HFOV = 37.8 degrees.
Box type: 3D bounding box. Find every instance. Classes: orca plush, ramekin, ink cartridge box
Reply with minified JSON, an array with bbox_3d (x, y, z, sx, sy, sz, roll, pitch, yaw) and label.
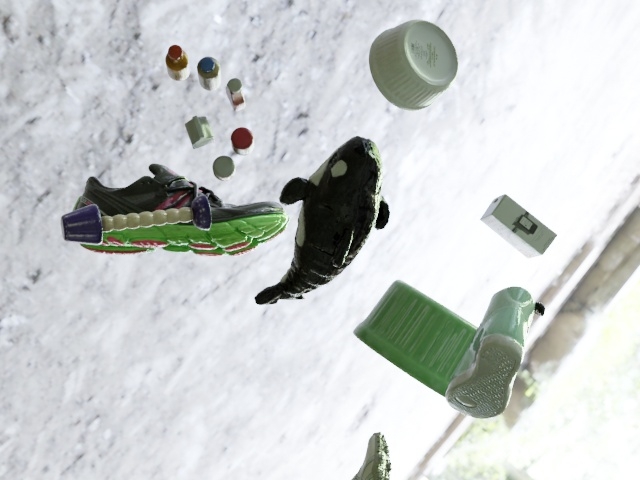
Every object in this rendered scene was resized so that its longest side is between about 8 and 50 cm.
[{"bbox_3d":[0.000,0.000,1.254,0.287,0.151,0.102,-47,-156,26],"label":"orca plush"},{"bbox_3d":[0.231,0.207,1.908,0.148,0.303,0.303,-58,157,0],"label":"ramekin"},{"bbox_3d":[0.226,-0.415,2.182,0.207,0.207,0.109,-33,-174,-36],"label":"ramekin"},{"bbox_3d":[0.445,-0.031,2.120,0.063,0.150,0.109,-52,-179,-8],"label":"ink cartridge box"}]

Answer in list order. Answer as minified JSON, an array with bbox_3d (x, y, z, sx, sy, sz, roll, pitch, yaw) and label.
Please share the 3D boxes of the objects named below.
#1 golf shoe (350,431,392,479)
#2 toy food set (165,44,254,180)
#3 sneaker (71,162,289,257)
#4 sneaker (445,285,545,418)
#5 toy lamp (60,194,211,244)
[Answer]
[{"bbox_3d":[0.060,0.372,1.408,0.069,0.086,0.176,56,37,-52],"label":"golf shoe"},{"bbox_3d":[-0.180,-0.223,1.576,0.111,0.232,0.104,-20,174,-6],"label":"toy food set"},{"bbox_3d":[-0.308,-0.074,2.059,0.185,0.483,0.202,99,-7,-73],"label":"sneaker"},{"bbox_3d":[0.279,0.178,1.487,0.256,0.094,0.151,107,9,-53],"label":"sneaker"},{"bbox_3d":[-0.348,-0.040,1.765,0.275,0.080,0.080,-9,139,-24],"label":"toy lamp"}]
